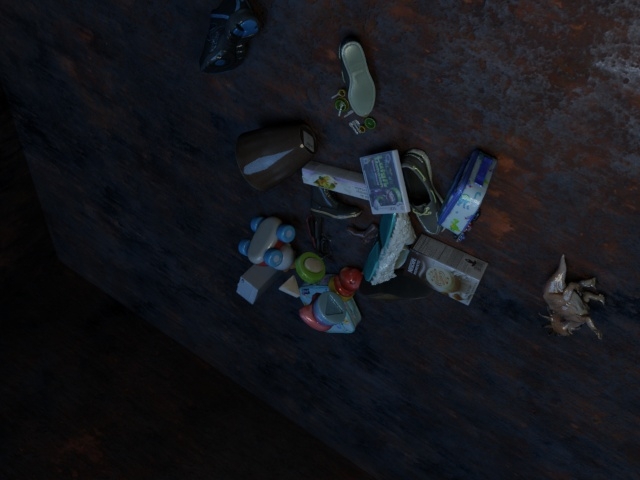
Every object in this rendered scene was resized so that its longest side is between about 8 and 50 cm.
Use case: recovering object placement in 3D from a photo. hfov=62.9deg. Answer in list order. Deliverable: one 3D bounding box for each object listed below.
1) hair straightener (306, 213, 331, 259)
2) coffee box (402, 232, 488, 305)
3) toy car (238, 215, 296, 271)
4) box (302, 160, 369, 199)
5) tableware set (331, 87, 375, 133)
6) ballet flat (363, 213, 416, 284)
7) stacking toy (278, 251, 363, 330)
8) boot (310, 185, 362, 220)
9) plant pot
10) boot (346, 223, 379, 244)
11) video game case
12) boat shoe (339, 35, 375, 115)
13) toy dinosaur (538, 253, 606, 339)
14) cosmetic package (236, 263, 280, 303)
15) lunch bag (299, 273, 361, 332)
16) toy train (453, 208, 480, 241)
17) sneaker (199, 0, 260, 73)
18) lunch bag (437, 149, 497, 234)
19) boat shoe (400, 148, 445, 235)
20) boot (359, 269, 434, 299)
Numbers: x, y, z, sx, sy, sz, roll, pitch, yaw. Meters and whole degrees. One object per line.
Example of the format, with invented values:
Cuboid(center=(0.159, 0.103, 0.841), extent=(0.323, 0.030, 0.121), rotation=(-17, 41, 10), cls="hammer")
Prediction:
Cuboid(center=(0.000, 0.000, 2.065), extent=(0.089, 0.047, 0.230), rotation=(18, 137, 26), cls="hair straightener")
Cuboid(center=(0.420, 0.097, 1.774), extent=(0.246, 0.098, 0.141), rotation=(25, 139, 18), cls="coffee box")
Cuboid(center=(-0.171, 0.035, 2.174), extent=(0.219, 0.210, 0.238), rotation=(18, 167, 45), cls="toy car")
Cuboid(center=(0.088, -0.201, 1.785), extent=(0.324, 0.067, 0.063), rotation=(17, 136, 25), cls="box")
Cuboid(center=(0.101, -0.399, 1.615), extent=(0.104, 0.024, 0.154), rotation=(-19, 113, 47), cls="tableware set")
Cuboid(center=(0.254, 0.006, 1.817), extent=(0.147, 0.147, 0.409), rotation=(30, 142, 12), cls="ballet flat")
Cuboid(center=(0.019, 0.168, 2.010), extent=(0.279, 0.309, 0.130), rotation=(43, 134, -8), cls="stacking toy")
Cuboid(center=(0.049, -0.151, 1.870), extent=(0.197, 0.077, 0.137), rotation=(6, 116, 21), cls="boot")
Cuboid(center=(-0.131, -0.304, 1.777), extent=(0.230, 0.215, 0.215), rotation=(-16, 117, 31), cls="plant pot")
Cuboid(center=(0.163, -0.040, 1.902), extent=(0.106, 0.037, 0.114), rotation=(34, 146, -12), cls="boot")
Cuboid(center=(0.197, -0.176, 1.619), extent=(0.173, 0.022, 0.190), rotation=(1, 107, 59), cls="video game case")
Cuboid(center=(0.106, -0.473, 1.508), extent=(0.081, 0.069, 0.228), rotation=(-16, 130, 1), cls="boat shoe")
Cuboid(center=(0.741, 0.193, 1.595), extent=(0.200, 0.127, 0.296), rotation=(-14, 112, 54), cls="toy dinosaur")
Cuboid(center=(-0.247, 0.147, 2.257), extent=(0.107, 0.238, 0.127), rotation=(34, 142, 8), cls="cosmetic package")
Cuboid(center=(0.043, 0.271, 2.244), extent=(0.224, 0.108, 0.279), rotation=(-3, 125, 41), cls="lunch bag")
Cuboid(center=(0.465, -0.048, 1.657), extent=(0.036, 0.027, 0.158), rotation=(24, 140, 2), cls="toy train")
Cuboid(center=(-0.298, -0.649, 1.654), extent=(0.341, 0.125, 0.140), rotation=(-27, 81, 52), cls="sneaker")
Cuboid(center=(0.410, -0.140, 1.457), extent=(0.090, 0.219, 0.176), rotation=(28, 141, 5), cls="lunch bag")
Cuboid(center=(0.316, -0.134, 1.641), extent=(0.109, 0.091, 0.305), rotation=(1, 127, 39), cls="boat shoe")
Cuboid(center=(0.306, 0.182, 1.979), extent=(0.305, 0.112, 0.115), rotation=(-5, 154, 37), cls="boot")
